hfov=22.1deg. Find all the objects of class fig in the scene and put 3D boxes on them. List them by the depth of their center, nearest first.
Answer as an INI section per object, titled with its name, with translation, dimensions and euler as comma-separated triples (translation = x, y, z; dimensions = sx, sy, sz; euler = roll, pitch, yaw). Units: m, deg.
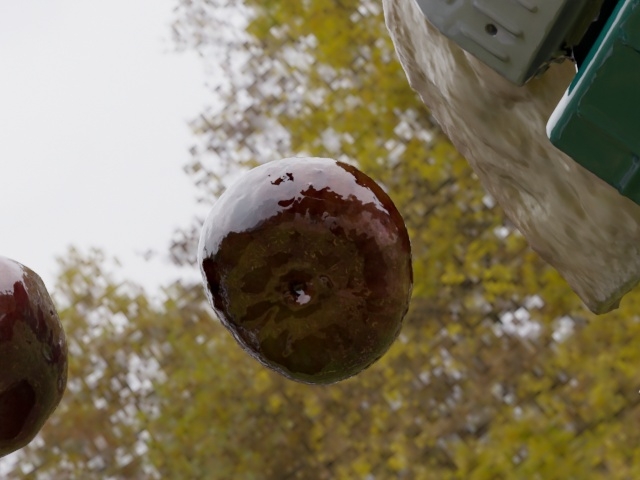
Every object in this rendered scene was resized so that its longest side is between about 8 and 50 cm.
[fig]
translation = -0.017, 0.006, 1.168
dimensions = 0.148, 0.202, 0.149
euler = -40, -51, 2

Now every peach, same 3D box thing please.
[peach]
translation = -0.254, 0.077, 1.218
dimensions = 0.152, 0.152, 0.152
euler = -26, -36, -20

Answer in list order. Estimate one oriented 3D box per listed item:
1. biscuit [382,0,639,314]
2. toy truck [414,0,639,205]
[biscuit]
translation = 0.206, -0.138, 1.488
dimensions = 0.104, 0.446, 0.429
euler = -38, -1, -16
[toy truck]
translation = 0.154, -0.069, 0.604
dimensions = 0.124, 0.253, 0.114
euler = -46, -13, -43
